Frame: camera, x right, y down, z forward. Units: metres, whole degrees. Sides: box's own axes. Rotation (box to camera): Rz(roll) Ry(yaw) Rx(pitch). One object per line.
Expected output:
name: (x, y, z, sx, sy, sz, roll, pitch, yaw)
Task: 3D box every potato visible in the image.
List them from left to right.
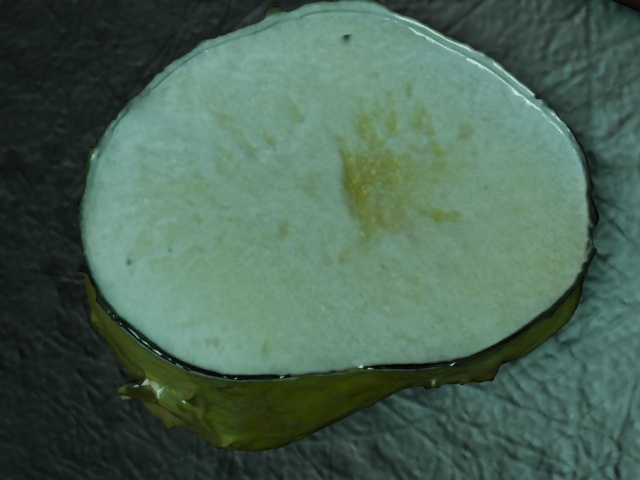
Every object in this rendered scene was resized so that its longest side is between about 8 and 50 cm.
potato: (0.000, 0.000, 0.778, 0.299, 0.196, 0.246, -6, 73, -11)

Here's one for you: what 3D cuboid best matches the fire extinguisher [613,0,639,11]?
fire extinguisher: (0.139, -0.213, 0.776, 0.269, 0.105, 0.105, 26, 97, 15)
